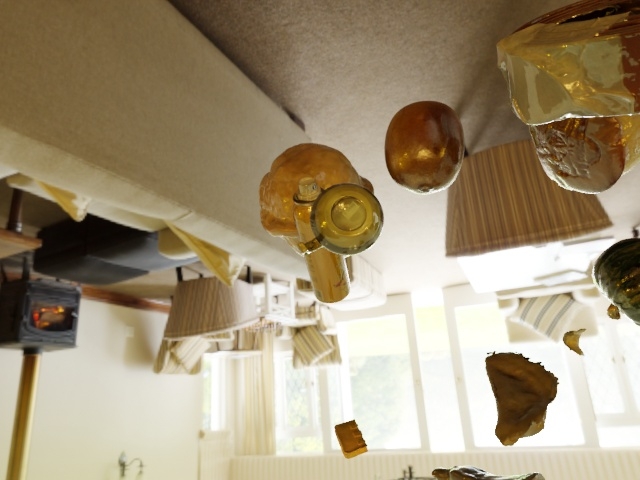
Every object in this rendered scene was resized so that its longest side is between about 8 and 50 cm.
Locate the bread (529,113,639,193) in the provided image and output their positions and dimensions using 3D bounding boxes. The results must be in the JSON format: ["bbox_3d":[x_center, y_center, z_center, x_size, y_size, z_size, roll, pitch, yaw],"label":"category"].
[{"bbox_3d":[0.592,-0.242,1.067,0.148,0.269,0.270,-29,164,-9],"label":"bread"}]

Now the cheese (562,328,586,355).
[{"bbox_3d":[0.739,0.297,1.375,0.060,0.083,0.041,-6,178,-25],"label":"cheese"}]

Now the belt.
[{"bbox_3d":[0.428,-0.264,0.660,0.339,0.217,0.122,5,133,43],"label":"belt"}]

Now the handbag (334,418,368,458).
[{"bbox_3d":[0.072,0.469,1.127,0.061,0.083,0.027,-14,127,-12],"label":"handbag"}]

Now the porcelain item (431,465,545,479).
[{"bbox_3d":[0.293,0.447,0.868,0.081,0.069,0.216,-2,171,-41],"label":"porcelain item"}]

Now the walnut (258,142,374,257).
[{"bbox_3d":[-0.013,-0.115,1.428,0.382,0.380,0.381,-3,161,-1],"label":"walnut"}]

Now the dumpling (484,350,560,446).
[{"bbox_3d":[0.495,0.378,1.150,0.166,0.085,0.332,-13,-160,19],"label":"dumpling"}]

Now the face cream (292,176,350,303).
[{"bbox_3d":[0.000,0.000,1.216,0.105,0.105,0.348,-7,123,10],"label":"face cream"}]

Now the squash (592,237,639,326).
[{"bbox_3d":[0.686,0.093,1.003,0.173,0.218,0.218,-20,156,22],"label":"squash"}]

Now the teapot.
[{"bbox_3d":[0.032,-0.025,0.849,0.166,0.130,0.119,-33,171,-6],"label":"teapot"}]

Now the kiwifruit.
[{"bbox_3d":[0.258,-0.225,1.176,0.196,0.233,0.196,0,158,0],"label":"kiwifruit"}]
